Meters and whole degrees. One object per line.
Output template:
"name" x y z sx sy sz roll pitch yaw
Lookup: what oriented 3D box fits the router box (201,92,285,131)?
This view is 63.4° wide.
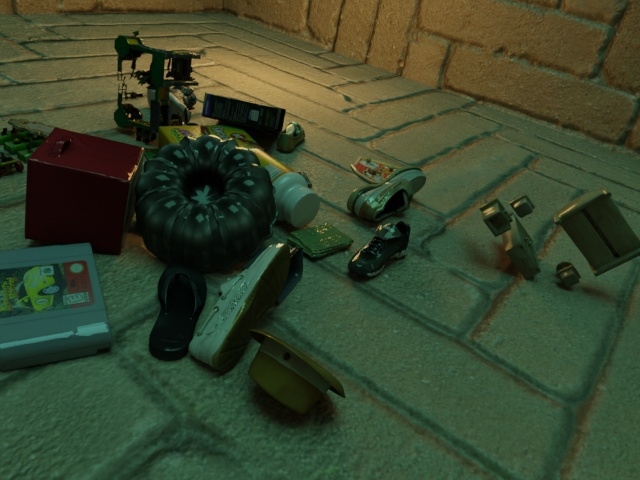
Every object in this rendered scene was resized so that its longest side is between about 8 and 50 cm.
"router box" -0.254 -0.442 1.793 0.242 0.081 0.309 12 13 -1

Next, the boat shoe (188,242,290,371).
"boat shoe" -0.149 0.104 0.962 0.096 0.098 0.277 14 51 25

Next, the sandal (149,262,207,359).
"sandal" -0.267 0.118 0.991 0.097 0.055 0.255 4 32 -13

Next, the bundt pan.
"bundt pan" -0.253 -0.101 1.143 0.330 0.124 0.331 3 63 -6

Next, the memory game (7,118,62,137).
"memory game" -0.799 -0.319 1.497 0.186 0.012 0.186 18 13 -4

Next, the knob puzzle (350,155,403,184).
"knob puzzle" 0.196 -0.238 1.754 0.213 0.030 0.213 9 32 -6

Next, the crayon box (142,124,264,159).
"crayon box" -0.357 -0.276 1.570 0.318 0.081 0.202 -10 38 -31

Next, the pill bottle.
"pill bottle" -0.119 -0.136 1.374 0.136 0.136 0.245 -20 44 -41

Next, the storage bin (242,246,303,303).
"storage bin" -0.105 0.060 1.116 0.091 0.098 0.135 11 30 18

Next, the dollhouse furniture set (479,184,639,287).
"dollhouse furniture set" 0.640 -0.075 1.325 0.303 0.355 0.174 48 28 -16

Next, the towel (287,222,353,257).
"towel" 0.000 0.000 1.304 0.148 0.027 0.110 -19 42 -39

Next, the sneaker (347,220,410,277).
"sneaker" 0.148 0.010 1.262 0.078 0.106 0.234 31 36 29

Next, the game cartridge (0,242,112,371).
"game cartridge" -0.502 0.104 0.938 0.196 0.060 0.294 -10 38 -26

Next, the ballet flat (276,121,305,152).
"ballet flat" -0.096 -0.383 1.842 0.080 0.073 0.232 14 31 1

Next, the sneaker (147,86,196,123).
"sneaker" -0.497 -0.490 1.843 0.153 0.101 0.268 -19 41 -37

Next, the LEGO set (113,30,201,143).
"LEGO set" -0.508 -0.487 1.648 0.254 0.332 0.192 12 21 25

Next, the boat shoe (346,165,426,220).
"boat shoe" 0.218 -0.127 1.518 0.302 0.113 0.103 -28 49 -33

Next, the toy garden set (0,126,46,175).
"toy garden set" -0.822 -0.252 1.397 0.244 0.049 0.203 28 35 24

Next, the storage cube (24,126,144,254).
"storage cube" -0.507 -0.107 1.128 0.193 0.215 0.184 11 30 -15

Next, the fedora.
"fedora" -0.055 0.222 0.844 0.194 0.194 0.079 27 71 23

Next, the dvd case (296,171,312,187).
"dvd case" -0.093 -0.188 1.587 0.119 0.013 0.087 0 33 -21
